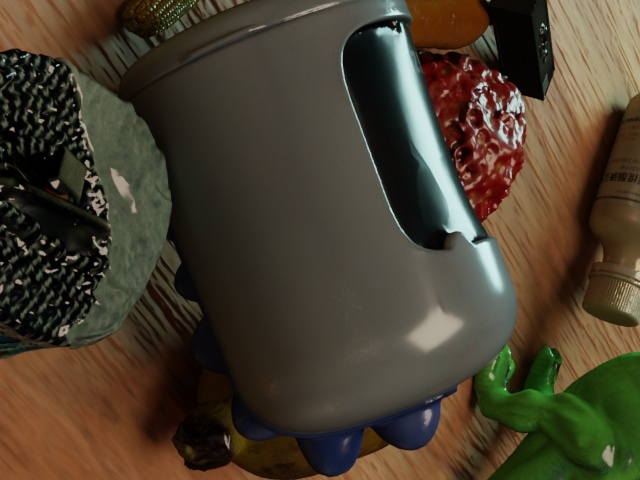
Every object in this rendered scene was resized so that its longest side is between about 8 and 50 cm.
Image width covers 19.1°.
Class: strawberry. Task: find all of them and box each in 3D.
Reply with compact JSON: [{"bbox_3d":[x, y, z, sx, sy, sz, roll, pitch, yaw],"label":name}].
[{"bbox_3d":[0.127,-0.059,1.795,0.190,0.111,0.236,31,75,-52],"label":"strawberry"}]

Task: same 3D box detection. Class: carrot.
[{"bbox_3d":[0.055,-0.200,1.715,0.336,0.069,0.069,-10,106,-47],"label":"carrot"}]

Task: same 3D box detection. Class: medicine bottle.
[{"bbox_3d":[0.354,-0.031,2.075,0.114,0.114,0.252,34,72,-48],"label":"medicine bottle"}]

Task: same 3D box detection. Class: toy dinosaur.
[{"bbox_3d":[0.313,0.252,1.898,0.144,0.374,0.500,44,62,-55],"label":"toy dinosaur"}]

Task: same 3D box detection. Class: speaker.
[{"bbox_3d":[0.198,-0.196,1.843,0.191,0.046,0.040,65,45,-67],"label":"speaker"}]

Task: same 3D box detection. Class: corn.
[{"bbox_3d":[-0.121,-0.194,1.523,0.092,0.037,0.037,-48,131,-38],"label":"corn"}]

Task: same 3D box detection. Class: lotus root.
[{"bbox_3d":[-0.006,0.115,1.649,0.314,0.141,0.169,-21,109,-34],"label":"lotus root"}]

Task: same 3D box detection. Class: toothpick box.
[{"bbox_3d":[0.000,0.000,1.475,0.263,0.263,0.354,-18,85,-48],"label":"toothpick box"}]

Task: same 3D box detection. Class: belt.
[{"bbox_3d":[-0.226,-0.027,1.345,0.257,0.150,0.207,28,66,-50],"label":"belt"}]
